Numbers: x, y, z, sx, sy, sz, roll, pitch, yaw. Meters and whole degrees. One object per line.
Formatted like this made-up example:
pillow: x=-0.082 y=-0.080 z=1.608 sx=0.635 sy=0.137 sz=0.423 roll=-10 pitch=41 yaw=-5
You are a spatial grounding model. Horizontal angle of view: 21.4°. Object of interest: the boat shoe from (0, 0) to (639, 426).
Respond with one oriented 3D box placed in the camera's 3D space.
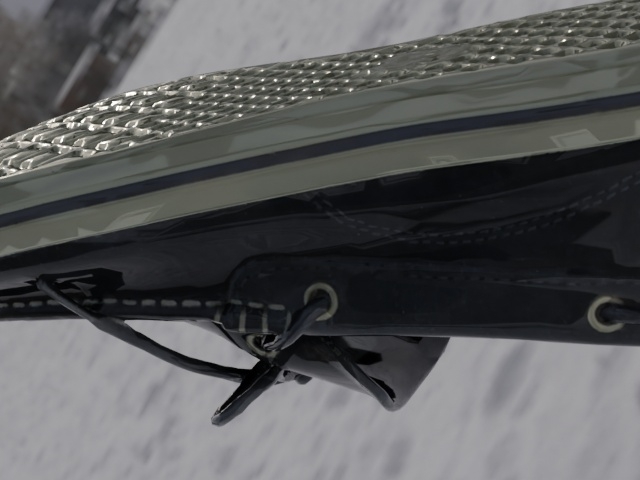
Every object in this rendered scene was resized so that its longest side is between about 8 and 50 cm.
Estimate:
boat shoe: x=0.000 y=0.000 z=0.761 sx=0.500 sy=0.156 sz=0.187 roll=-8 pitch=17 yaw=20
